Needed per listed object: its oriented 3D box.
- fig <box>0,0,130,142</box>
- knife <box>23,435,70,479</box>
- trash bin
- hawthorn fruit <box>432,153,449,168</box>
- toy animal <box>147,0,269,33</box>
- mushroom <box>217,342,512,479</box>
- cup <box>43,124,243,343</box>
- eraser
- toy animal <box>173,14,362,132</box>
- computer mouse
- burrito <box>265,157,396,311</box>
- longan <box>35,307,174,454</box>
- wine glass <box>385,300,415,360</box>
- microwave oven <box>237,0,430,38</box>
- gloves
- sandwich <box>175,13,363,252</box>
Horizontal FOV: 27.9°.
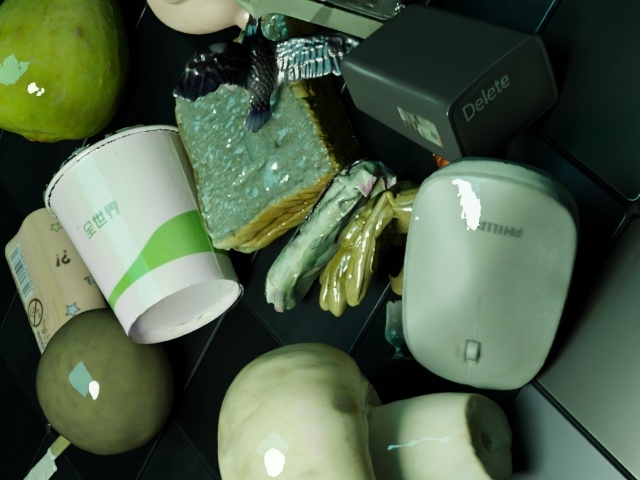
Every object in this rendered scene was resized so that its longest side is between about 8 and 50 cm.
[{"bbox_3d":[-0.442,-0.324,2.178,0.258,0.258,0.326,5,75,45],"label":"fig"},{"bbox_3d":[-0.484,0.398,2.310,0.298,0.017,0.047,-45,63,32],"label":"knife"},{"bbox_3d":[0.155,-0.204,1.621,0.165,0.115,0.225,-41,42,-16],"label":"trash bin"},{"bbox_3d":[0.184,-0.107,1.652,0.077,0.077,0.077,-5,82,45],"label":"hawthorn fruit"},{"bbox_3d":[-0.145,-0.459,1.934,0.326,0.237,0.269,-31,54,36],"label":"toy animal"},{"bbox_3d":[0.023,0.292,1.598,0.353,0.325,0.353,-17,67,45],"label":"mushroom"},{"bbox_3d":[-0.260,-0.002,1.979,0.253,0.253,0.274,-44,63,33],"label":"cup"},{"bbox_3d":[-0.463,0.100,2.271,0.171,0.087,0.290,-49,54,33],"label":"eraser"},{"bbox_3d":[-0.100,-0.255,1.770,0.197,0.273,0.160,69,153,19],"label":"toy animal"},{"bbox_3d":[0.194,0.048,1.517,0.197,0.095,0.331,12,125,12],"label":"computer mouse"},{"bbox_3d":[0.001,-0.002,1.791,0.066,0.096,0.309,55,132,20],"label":"burrito"},{"bbox_3d":[-0.346,0.221,2.050,0.248,0.248,0.248,-5,82,45],"label":"longan"},{"bbox_3d":[0.108,0.122,1.734,0.042,0.039,0.083,-5,77,23],"label":"wine glass"},{"bbox_3d":[0.001,-0.426,1.662,0.218,0.355,0.286,48,117,39],"label":"microwave oven"},{"bbox_3d":[0.118,-0.005,1.654,0.331,0.154,0.141,-20,88,36],"label":"gloves"},{"bbox_3d":[-0.085,-0.158,1.891,0.271,0.099,0.301,-30,65,27],"label":"sandwich"}]
